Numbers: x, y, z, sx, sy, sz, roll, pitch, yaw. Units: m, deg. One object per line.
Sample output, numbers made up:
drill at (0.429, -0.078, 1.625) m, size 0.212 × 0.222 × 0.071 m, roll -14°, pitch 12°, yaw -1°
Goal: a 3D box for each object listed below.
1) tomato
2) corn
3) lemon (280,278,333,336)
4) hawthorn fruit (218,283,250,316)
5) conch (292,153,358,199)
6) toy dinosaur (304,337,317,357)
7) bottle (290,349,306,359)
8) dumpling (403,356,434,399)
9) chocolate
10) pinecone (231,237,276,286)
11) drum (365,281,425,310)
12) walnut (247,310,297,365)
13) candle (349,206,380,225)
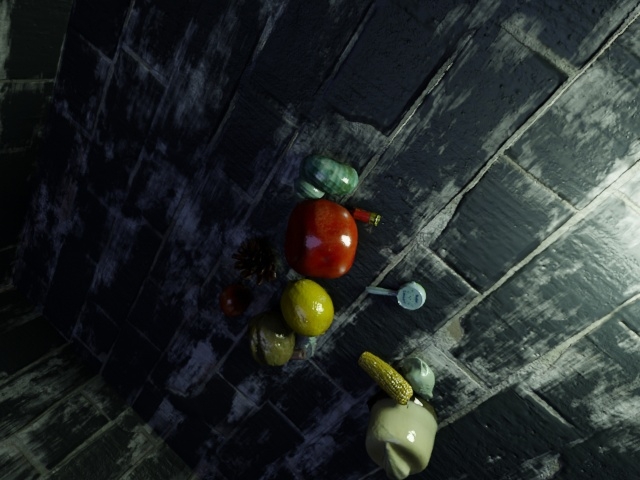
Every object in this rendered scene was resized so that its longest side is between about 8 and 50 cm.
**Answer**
tomato at (0.000, 0.000, 1.699) m, size 0.294 × 0.289 × 0.324 m, roll 16°, pitch 122°, yaw -9°
corn at (0.297, 0.612, 1.857) m, size 0.310 × 0.102 × 0.101 m, roll 40°, pitch 125°, yaw 39°
lemon at (-0.060, 0.307, 1.887) m, size 0.263 × 0.235 × 0.236 m, roll 34°, pitch 123°, yaw -12°
hawthorn fruit at (-0.454, 0.319, 2.131) m, size 0.157 × 0.157 × 0.194 m, roll 49°, pitch 119°, yaw 3°
conch at (0.002, -0.250, 1.688) m, size 0.277 × 0.195 × 0.220 m, roll -29°, pitch 125°, yaw 8°
toy dinosaur at (-0.045, 0.494, 2.036) m, size 0.039 × 0.082 × 0.208 m, roll 12°, pitch 116°, yaw 26°
bottle at (-0.145, 0.589, 2.138) m, size 0.140 × 0.053 × 0.053 m, roll -10°, pitch 104°, yaw 29°
dumpling at (0.422, 0.611, 1.830) m, size 0.153 × 0.108 × 0.218 m, roll -10°, pitch 102°, yaw 29°
chocolate at (0.339, 0.866, 1.848) m, size 0.326 × 0.297 × 0.314 m, roll 42°, pitch 127°, yaw 6°
pinecone at (-0.314, 0.100, 1.957) m, size 0.203 × 0.201 × 0.228 m, roll -33°, pitch 67°, yaw 18°
drum at (0.320, 0.208, 1.761) m, size 0.254 × 0.049 × 0.129 m, roll 20°, pitch 117°, yaw 18°
walnut at (-0.236, 0.477, 2.041) m, size 0.227 × 0.283 × 0.282 m, roll 18°, pitch 121°, yaw 54°
candle at (0.177, -0.103, 1.714) m, size 0.131 × 0.052 × 0.051 m, roll 21°, pitch 117°, yaw 21°
